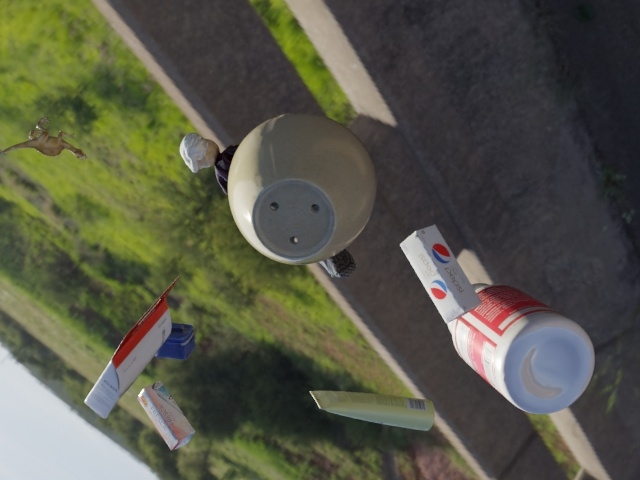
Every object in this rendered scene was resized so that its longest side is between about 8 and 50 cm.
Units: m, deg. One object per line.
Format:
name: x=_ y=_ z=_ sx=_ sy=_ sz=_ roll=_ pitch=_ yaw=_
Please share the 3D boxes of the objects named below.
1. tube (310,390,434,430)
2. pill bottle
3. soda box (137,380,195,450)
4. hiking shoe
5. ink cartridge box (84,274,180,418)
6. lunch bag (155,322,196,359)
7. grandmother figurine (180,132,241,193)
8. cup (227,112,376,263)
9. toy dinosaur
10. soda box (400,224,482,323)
tube: x=0.102 y=0.326 z=1.576 sx=0.240 sy=0.062 sz=0.070 roll=11 pitch=146 yaw=-16
pill bottle: x=0.457 y=0.236 z=1.947 sx=0.229 sy=0.229 sz=0.407 roll=42 pitch=-179 yaw=-17
soda box: x=-0.422 y=0.479 z=2.220 sx=0.183 sy=0.063 sz=0.058 roll=51 pitch=130 yaw=19
hiking shoe: x=0.000 y=0.000 z=2.111 sx=0.114 sy=0.086 sz=0.227 roll=-14 pitch=102 yaw=59
ink cartridge box: x=-0.325 y=0.194 z=1.472 sx=0.066 sy=0.189 sz=0.232 roll=40 pitch=129 yaw=-5
lunch bag: x=-0.329 y=0.222 z=1.826 sx=0.098 sy=0.067 sz=0.065 roll=2 pitch=117 yaw=15
grandmother figurine: x=-0.178 y=-0.169 z=1.971 sx=0.342 sy=0.104 sz=0.208 roll=21 pitch=130 yaw=-11
cup: x=-0.047 y=-0.080 z=1.689 sx=0.331 sy=0.331 sz=0.237 roll=39 pitch=-162 yaw=-11
toy dinosaur: x=-0.575 y=-0.206 z=1.678 sx=0.053 sy=0.183 sz=0.093 roll=-62 pitch=38 yaw=43
soda box: x=0.276 y=0.075 z=1.862 sx=0.069 sy=0.074 sz=0.216 roll=-42 pitch=72 yaw=46
